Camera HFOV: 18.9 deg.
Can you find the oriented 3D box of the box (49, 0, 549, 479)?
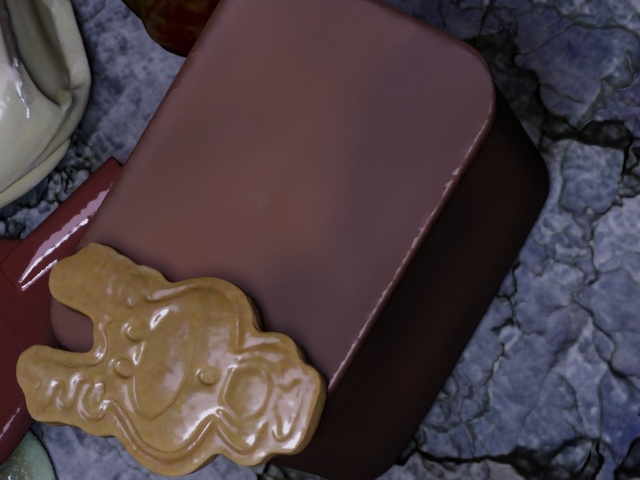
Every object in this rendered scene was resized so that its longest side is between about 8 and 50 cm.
[{"bbox_3d":[0.000,0.000,1.493,0.239,0.229,0.339,29,87,26],"label":"box"}]

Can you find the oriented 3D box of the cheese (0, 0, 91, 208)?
[{"bbox_3d":[-0.332,-0.146,1.721,0.233,0.127,0.266,-28,65,15],"label":"cheese"}]

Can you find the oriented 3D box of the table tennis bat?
[{"bbox_3d":[-0.309,0.085,1.657,0.415,0.051,0.268,-45,47,-4],"label":"table tennis bat"}]

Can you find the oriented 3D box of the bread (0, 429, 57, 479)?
[{"bbox_3d":[-0.276,0.225,1.641,0.112,0.036,0.193,-16,71,15],"label":"bread"}]

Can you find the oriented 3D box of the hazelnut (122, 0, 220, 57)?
[{"bbox_3d":[-0.087,-0.264,1.636,0.218,0.218,0.234,-11,90,18],"label":"hazelnut"}]

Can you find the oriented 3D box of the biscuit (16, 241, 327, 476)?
[{"bbox_3d":[-0.107,0.091,1.366,0.236,0.040,0.144,16,87,26],"label":"biscuit"}]
